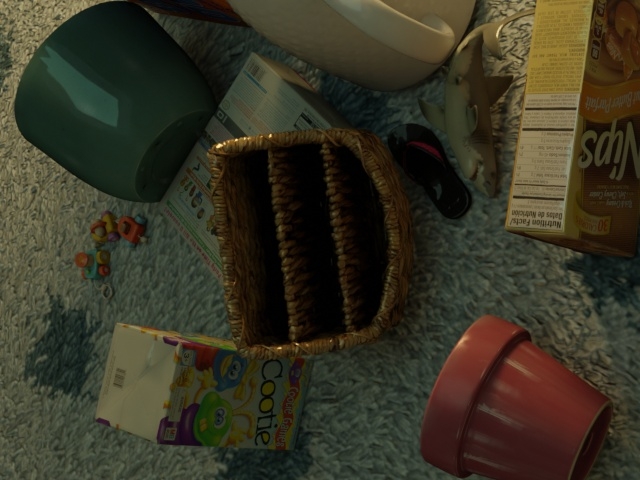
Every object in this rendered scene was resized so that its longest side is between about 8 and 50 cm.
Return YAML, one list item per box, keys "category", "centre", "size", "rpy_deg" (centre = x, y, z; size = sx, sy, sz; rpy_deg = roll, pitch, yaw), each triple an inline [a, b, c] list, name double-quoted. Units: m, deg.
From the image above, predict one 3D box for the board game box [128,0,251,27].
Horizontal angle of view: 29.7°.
- category: "board game box"
  centre: [-0.231, -0.562, 1.896]
  size: [0.356, 0.356, 0.356]
  rpy_deg: [17, 92, 40]

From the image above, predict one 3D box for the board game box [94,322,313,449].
- category: "board game box"
  centre: [-0.162, 0.214, 1.740]
  size: [0.142, 0.275, 0.144]
  rpy_deg: [11, 88, 41]

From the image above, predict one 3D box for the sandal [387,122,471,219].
- category: "sandal"
  centre: [0.149, -0.104, 1.694]
  size: [0.067, 0.040, 0.179]
  rpy_deg: [-50, 54, 22]

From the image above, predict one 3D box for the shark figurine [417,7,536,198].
- category: "shark figurine"
  centre: [0.220, -0.214, 1.595]
  size: [0.166, 0.116, 0.278]
  rpy_deg: [51, 150, 38]

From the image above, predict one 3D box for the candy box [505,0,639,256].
- category: "candy box"
  centre: [0.324, -0.149, 1.460]
  size: [0.088, 0.183, 0.316]
  rpy_deg: [4, 84, 41]

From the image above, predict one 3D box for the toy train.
- category: "toy train"
  centre: [-0.373, 0.013, 2.110]
  size: [0.125, 0.046, 0.166]
  rpy_deg: [40, 107, 38]

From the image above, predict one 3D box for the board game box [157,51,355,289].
- category: "board game box"
  centre: [-0.096, -0.100, 1.865]
  size: [0.303, 0.097, 0.224]
  rpy_deg: [-55, 52, 17]

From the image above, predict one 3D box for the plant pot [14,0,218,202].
- category: "plant pot"
  centre: [-0.302, -0.201, 1.949]
  size: [0.235, 0.293, 0.293]
  rpy_deg: [41, 108, 22]

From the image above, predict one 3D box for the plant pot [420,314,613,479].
- category: "plant pot"
  centre: [0.245, 0.216, 1.464]
  size: [0.180, 0.201, 0.201]
  rpy_deg: [24, 97, 26]

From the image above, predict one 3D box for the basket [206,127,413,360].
- category: "basket"
  centre: [0.000, 0.000, 1.629]
  size: [0.214, 0.223, 0.299]
  rpy_deg: [-5, 92, 22]

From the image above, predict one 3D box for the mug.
- category: "mug"
  centre: [0.037, -0.353, 1.634]
  size: [0.276, 0.328, 0.374]
  rpy_deg: [-55, 49, 17]
